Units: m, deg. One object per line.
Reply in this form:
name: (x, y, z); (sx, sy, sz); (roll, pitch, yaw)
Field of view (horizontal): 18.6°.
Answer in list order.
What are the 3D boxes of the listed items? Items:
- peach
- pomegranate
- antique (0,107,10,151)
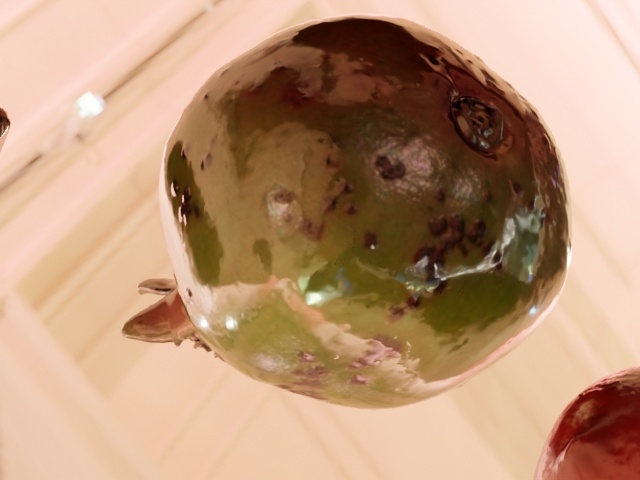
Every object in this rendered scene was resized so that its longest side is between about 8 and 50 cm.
peach: (0.219, 0.157, 1.186); (0.197, 0.197, 0.197); (35, -141, -33)
pomegranate: (0.006, 0.009, 1.311); (0.291, 0.323, 0.291); (39, -163, -14)
antique: (-0.331, 0.007, 1.369); (0.093, 0.087, 0.310); (31, -129, -3)
